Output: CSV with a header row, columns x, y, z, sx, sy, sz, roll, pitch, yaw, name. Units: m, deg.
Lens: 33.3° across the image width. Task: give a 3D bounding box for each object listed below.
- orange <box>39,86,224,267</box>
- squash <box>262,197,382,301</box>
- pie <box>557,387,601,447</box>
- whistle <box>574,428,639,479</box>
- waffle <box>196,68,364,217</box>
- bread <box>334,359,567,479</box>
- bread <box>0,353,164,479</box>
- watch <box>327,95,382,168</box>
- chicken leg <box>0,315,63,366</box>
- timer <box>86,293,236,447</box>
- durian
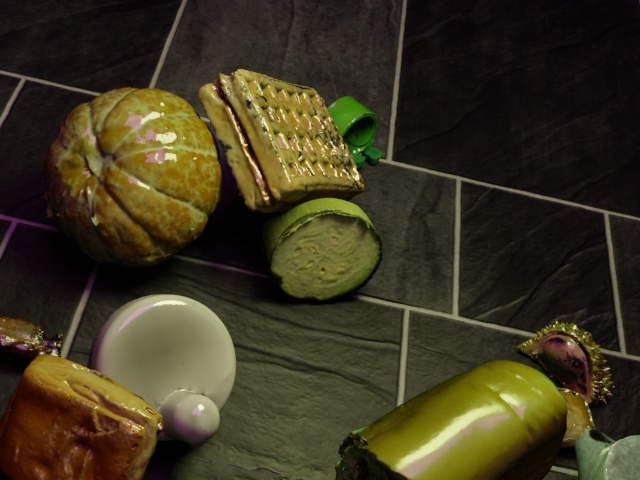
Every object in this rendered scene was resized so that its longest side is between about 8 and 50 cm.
x,y,z,sx,sy,sz,roll,pitch,yaw,name
-0.334,-0.115,1.903,0.329,0.329,0.249,36,9,20,orange
0.005,-0.001,1.960,0.220,0.220,0.133,3,44,-13,squash
0.353,0.308,1.856,0.282,0.068,0.129,3,46,-14,pie
0.566,0.466,1.690,0.404,0.168,0.188,31,47,9,whistle
-0.068,-0.182,2.017,0.261,0.114,0.376,62,22,9,waffle
0.202,0.330,1.646,0.376,0.251,0.208,-26,57,-22,bread
-0.363,0.295,1.563,0.235,0.210,0.099,27,9,15,bread
0.057,-0.233,2.255,0.165,0.152,0.131,-29,56,-35,watch
-0.538,0.135,1.785,0.253,0.051,0.106,35,41,20,chicken leg
-0.239,0.201,1.670,0.233,0.240,0.234,1,87,-26,timer
0.479,0.202,1.968,0.186,0.108,0.119,40,49,23,durian
